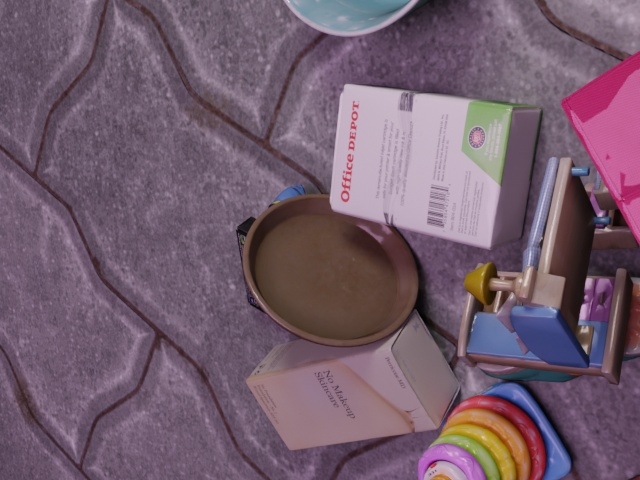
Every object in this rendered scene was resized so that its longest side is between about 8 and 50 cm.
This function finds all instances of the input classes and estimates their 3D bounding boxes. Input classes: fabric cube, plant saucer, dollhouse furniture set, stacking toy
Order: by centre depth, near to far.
[{"bbox_3d":[0.467,-0.115,0.880,0.258,0.254,0.259,-34,78,37],"label":"fabric cube"},{"bbox_3d":[0.240,0.003,0.971,0.198,0.303,0.286,2,64,33],"label":"dollhouse furniture set"},{"bbox_3d":[0.199,0.327,1.137,0.175,0.302,0.165,-42,74,36],"label":"stacking toy"},{"bbox_3d":[0.015,0.047,1.257,0.278,0.278,0.041,48,147,20],"label":"plant saucer"}]

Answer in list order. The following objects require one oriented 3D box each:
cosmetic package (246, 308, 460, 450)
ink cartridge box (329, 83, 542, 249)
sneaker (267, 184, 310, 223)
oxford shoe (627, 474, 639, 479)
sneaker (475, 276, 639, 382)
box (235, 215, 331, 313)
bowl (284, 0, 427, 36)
[{"bbox_3d":[0.048,0.234,1.329,0.310,0.113,0.160,-20,107,39],"label":"cosmetic package"},{"bbox_3d":[0.162,-0.116,1.197,0.273,0.115,0.198,16,107,34],"label":"ink cartridge box"},{"bbox_3d":[0.000,0.000,1.376,0.209,0.082,0.069,56,146,-9],"label":"sneaker"},{"bbox_3d":[0.351,0.454,1.144,0.140,0.147,0.397,51,124,17],"label":"oxford shoe"},{"bbox_3d":[0.359,0.129,1.115,0.302,0.121,0.108,-13,64,21],"label":"sneaker"},{"bbox_3d":[-0.057,0.072,1.399,0.184,0.045,0.190,29,141,32],"label":"box"},{"bbox_3d":[0.089,-0.446,1.159,0.312,0.163,0.311,8,104,36],"label":"bowl"}]
